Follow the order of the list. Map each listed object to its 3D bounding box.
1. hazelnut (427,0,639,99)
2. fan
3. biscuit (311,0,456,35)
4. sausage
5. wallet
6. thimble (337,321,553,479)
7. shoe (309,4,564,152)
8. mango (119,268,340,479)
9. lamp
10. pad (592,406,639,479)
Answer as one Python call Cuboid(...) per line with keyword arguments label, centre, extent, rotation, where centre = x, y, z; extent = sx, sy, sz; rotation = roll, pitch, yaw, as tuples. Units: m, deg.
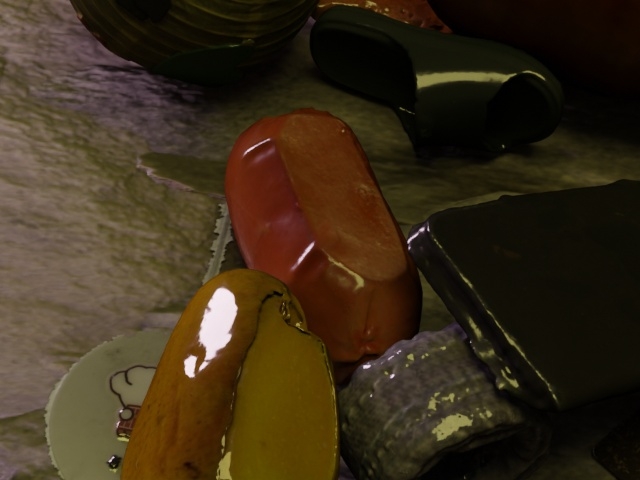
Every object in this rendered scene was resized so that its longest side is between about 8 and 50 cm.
Cuboid(label="hazelnut", centre=(0.266, -0.297, 1.497), extent=(0.409, 0.359, 0.359), rotation=(18, 51, 17))
Cuboid(label="fan", centre=(-0.104, 0.087, 1.358), extent=(0.191, 0.009, 0.329), rotation=(11, 51, 5))
Cuboid(label="biscuit", centre=(0.043, -0.277, 1.653), extent=(0.183, 0.043, 0.280), rotation=(-22, 56, -26))
Cuboid(label="sausage", centre=(-0.001, 0.002, 1.363), extent=(0.133, 0.133, 0.258), rotation=(-14, 54, -16))
Cuboid(label="wallet", centre=(0.236, 0.033, 1.319), extent=(0.378, 0.051, 0.197), rotation=(-8, 49, -43))
Cuboid(label="thimble", centre=(0.087, 0.137, 1.246), extent=(0.150, 0.150, 0.097), rotation=(-18, 53, -19))
Cuboid(label="shoe", centre=(0.089, -0.124, 1.495), extent=(0.241, 0.108, 0.093), rotation=(20, 56, 19))
Cuboid(label="mango", centre=(-0.063, 0.135, 1.218), extent=(0.130, 0.167, 0.262), rotation=(31, 54, -31))
Cuboid(label="lamp", centre=(-0.097, -0.267, 1.482), extent=(0.250, 0.284, 0.250), rotation=(9, 73, -30))
Cuboid(label="pad", centre=(0.397, 0.210, 1.305), extent=(0.220, 0.004, 0.330), rotation=(-33, 60, -28))
